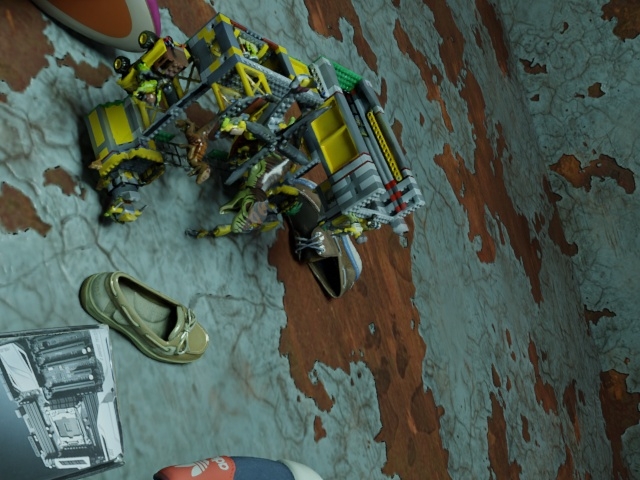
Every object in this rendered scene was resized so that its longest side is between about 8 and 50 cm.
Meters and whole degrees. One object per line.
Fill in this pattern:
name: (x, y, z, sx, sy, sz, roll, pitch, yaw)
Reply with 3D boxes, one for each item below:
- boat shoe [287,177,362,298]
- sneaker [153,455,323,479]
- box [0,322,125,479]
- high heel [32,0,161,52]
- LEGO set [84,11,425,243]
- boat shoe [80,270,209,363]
boat shoe: (0.000, 0.000, 0.918, 0.183, 0.066, 0.066, 56, 39, -28)
sneaker: (-0.098, 0.326, 0.479, 0.148, 0.131, 0.350, 18, 69, -24)
box: (-0.284, 0.098, 0.290, 0.307, 0.242, 0.077, 3, 75, -57)
high heel: (-0.255, -0.360, 0.631, 0.377, 0.127, 0.181, 56, 30, -35)
LEGO set: (-0.052, -0.060, 0.693, 0.331, 0.254, 0.192, 19, 45, -61)
boat shoe: (-0.157, 0.075, 0.667, 0.153, 0.048, 0.056, 44, 44, -39)
